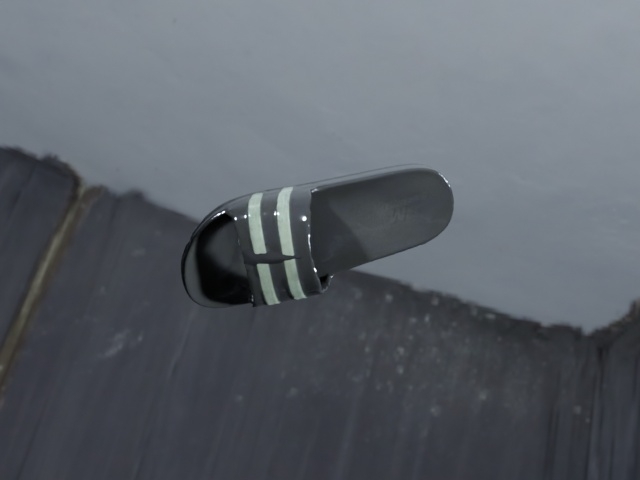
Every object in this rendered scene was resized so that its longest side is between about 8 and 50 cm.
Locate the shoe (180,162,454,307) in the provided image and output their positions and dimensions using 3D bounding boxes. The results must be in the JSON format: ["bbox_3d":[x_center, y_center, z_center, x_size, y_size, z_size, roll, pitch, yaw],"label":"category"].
[{"bbox_3d":[0.000,0.000,0.698,0.179,0.049,0.071,-16,114,-4],"label":"shoe"}]
